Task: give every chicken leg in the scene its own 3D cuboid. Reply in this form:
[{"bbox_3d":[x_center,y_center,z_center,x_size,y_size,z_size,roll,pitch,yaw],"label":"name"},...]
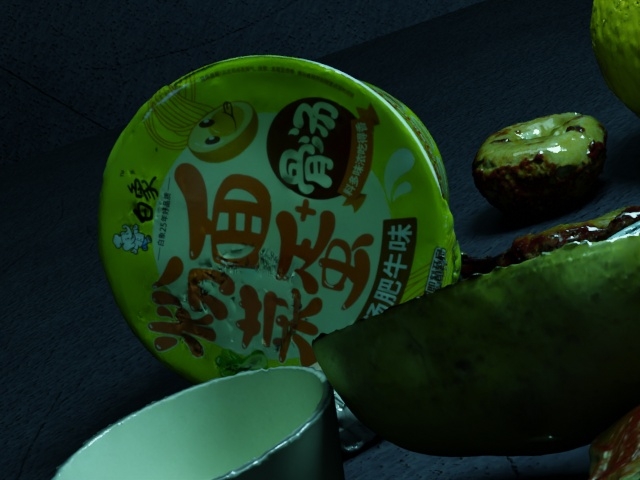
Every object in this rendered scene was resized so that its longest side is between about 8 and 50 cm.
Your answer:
[{"bbox_3d":[0.214,0.007,1.620,0.253,0.051,0.106,-14,9,25],"label":"chicken leg"}]

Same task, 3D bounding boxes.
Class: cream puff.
[{"bbox_3d":[0.229,-0.074,1.842,0.149,0.084,0.149,-18,18,6],"label":"cream puff"}]

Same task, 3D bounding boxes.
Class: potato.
[{"bbox_3d":[0.136,0.083,1.156,0.272,0.111,0.160,-21,-21,29],"label":"potato"}]

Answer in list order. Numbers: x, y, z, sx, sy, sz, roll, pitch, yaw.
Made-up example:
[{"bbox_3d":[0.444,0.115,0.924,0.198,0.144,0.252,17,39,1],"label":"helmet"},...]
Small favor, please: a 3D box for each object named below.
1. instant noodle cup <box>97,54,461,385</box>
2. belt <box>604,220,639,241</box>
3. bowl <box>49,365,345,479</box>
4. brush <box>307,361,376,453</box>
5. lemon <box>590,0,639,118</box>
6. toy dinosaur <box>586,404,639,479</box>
[{"bbox_3d":[-0.014,-0.022,1.599,0.311,0.311,0.221,-16,6,17],"label":"instant noodle cup"},{"bbox_3d":[0.302,0.028,1.271,0.268,0.116,0.206,-18,18,-2],"label":"belt"},{"bbox_3d":[-0.072,0.179,1.223,0.211,0.112,0.211,-18,13,4],"label":"bowl"},{"bbox_3d":[-0.026,0.153,1.376,0.327,0.070,0.065,-28,26,-24],"label":"brush"},{"bbox_3d":[0.405,-0.221,1.802,0.258,0.258,0.310,-28,19,-31],"label":"lemon"},{"bbox_3d":[0.170,0.173,0.986,0.206,0.113,0.327,-42,-7,23],"label":"toy dinosaur"}]
